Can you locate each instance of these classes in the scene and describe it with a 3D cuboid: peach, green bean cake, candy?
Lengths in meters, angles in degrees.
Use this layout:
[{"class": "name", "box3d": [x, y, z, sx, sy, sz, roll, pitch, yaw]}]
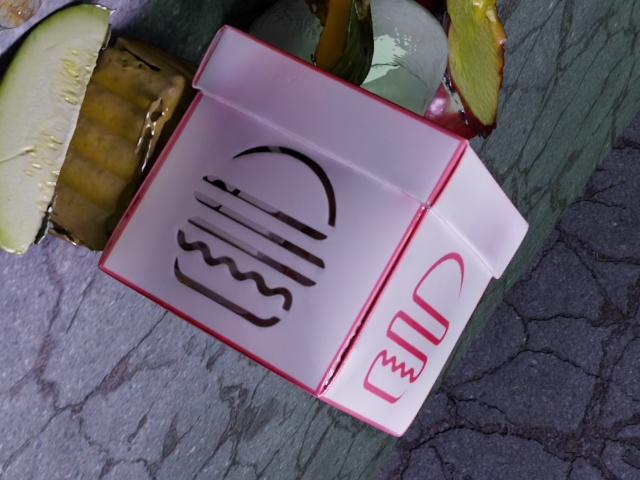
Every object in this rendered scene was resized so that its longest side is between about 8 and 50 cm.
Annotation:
[{"class": "peach", "box3d": [0.147, -0.272, 2.184, 0.362, 0.201, 0.258, -55, 133, -56]}, {"class": "green bean cake", "box3d": [-0.195, -0.095, 1.673, 0.230, 0.131, 0.224, -65, 159, 9]}, {"class": "candy", "box3d": [0.025, -0.226, 1.908, 0.295, 0.185, 0.295, -19, 150, -12]}]

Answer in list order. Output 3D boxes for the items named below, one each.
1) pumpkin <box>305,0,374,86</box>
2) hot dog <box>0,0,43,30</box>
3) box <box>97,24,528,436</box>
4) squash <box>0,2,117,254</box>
[{"class": "pumpkin", "box3d": [-0.021, -0.324, 1.671, 0.139, 0.190, 0.281, -23, 126, -69]}, {"class": "hot dog", "box3d": [-0.261, -0.312, 1.301, 0.162, 0.081, 0.271, 16, 95, -79]}, {"class": "box", "box3d": [0.000, 0.000, 1.625, 0.300, 0.314, 0.312, -60, 156, -4]}, {"class": "squash", "box3d": [-0.278, -0.127, 1.463, 0.252, 0.093, 0.169, -61, -155, 4]}]
